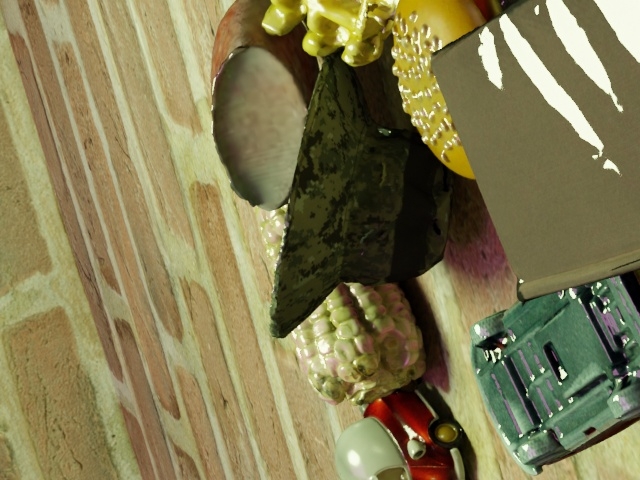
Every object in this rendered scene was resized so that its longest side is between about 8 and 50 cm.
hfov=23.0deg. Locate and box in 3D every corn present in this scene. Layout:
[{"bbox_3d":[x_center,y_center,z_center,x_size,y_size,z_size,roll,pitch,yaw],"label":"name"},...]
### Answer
[{"bbox_3d":[-0.002,0.000,1.525,0.126,0.127,0.335,119,132,-66],"label":"corn"}]

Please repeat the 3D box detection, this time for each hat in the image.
[{"bbox_3d":[0.047,-0.031,1.315,0.265,0.128,0.265,11,-90,-87],"label":"hat"}]

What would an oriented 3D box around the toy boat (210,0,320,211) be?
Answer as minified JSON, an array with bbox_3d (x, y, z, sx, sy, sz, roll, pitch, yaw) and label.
[{"bbox_3d":[-0.042,-0.156,1.426,0.282,0.096,0.206,-88,-11,-58],"label":"toy boat"}]

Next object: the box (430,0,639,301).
[{"bbox_3d":[0.196,-0.079,0.774,0.252,0.188,0.153,155,95,-74],"label":"box"}]

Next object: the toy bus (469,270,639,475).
[{"bbox_3d":[0.190,0.068,1.033,0.121,0.120,0.265,66,161,15],"label":"toy bus"}]

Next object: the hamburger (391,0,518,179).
[{"bbox_3d":[0.117,-0.121,1.062,0.162,0.115,0.162,162,90,-72],"label":"hamburger"}]

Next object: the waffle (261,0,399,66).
[{"bbox_3d":[0.013,-0.281,1.166,0.307,0.060,0.311,8,118,48],"label":"waffle"}]

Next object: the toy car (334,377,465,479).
[{"bbox_3d":[0.067,0.205,1.532,0.139,0.112,0.112,56,157,36],"label":"toy car"}]
